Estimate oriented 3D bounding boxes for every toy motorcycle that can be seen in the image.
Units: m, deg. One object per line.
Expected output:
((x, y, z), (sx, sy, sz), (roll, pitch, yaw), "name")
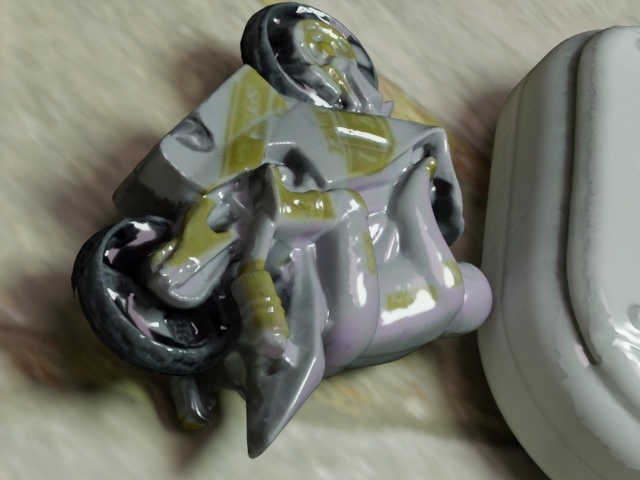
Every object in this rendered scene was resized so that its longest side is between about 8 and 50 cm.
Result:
((0.000, 0.000, 0.785), (0.152, 0.073, 0.225), (39, 42, -7), "toy motorcycle")

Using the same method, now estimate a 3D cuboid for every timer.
((0.185, 0.025, 0.888), (0.237, 0.087, 0.262), (26, 45, -17), "timer")
